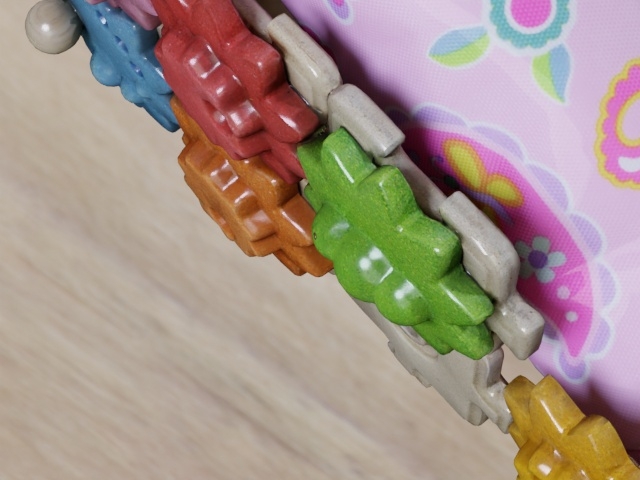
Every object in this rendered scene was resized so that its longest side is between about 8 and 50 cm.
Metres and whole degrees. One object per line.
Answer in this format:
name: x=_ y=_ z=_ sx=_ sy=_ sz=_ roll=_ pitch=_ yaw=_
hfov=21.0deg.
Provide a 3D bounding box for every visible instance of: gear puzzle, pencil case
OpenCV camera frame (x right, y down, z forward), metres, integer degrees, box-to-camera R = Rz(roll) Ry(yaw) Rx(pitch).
gear puzzle: x=0.000 y=0.000 z=0.582 sx=0.339 sy=0.044 sz=0.175 roll=47 pitch=166 yaw=19
pencil case: x=0.063 y=-0.066 z=0.559 sx=0.124 sy=0.124 sz=0.284 roll=-31 pitch=100 yaw=38
